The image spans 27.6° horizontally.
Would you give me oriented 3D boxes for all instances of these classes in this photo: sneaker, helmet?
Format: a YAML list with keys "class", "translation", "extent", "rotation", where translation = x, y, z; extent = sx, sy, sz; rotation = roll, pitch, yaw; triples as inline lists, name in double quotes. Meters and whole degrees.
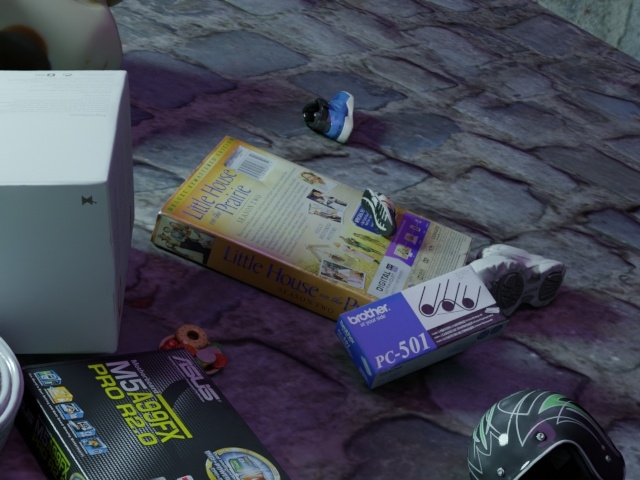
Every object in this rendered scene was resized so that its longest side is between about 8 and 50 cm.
- class: "sneaker"
  translation: [0.266, 0.052, 1.954]
  extent: [0.115, 0.090, 0.232]
  rotation: [30, 15, 35]
- class: "sneaker"
  translation: [0.096, -0.041, 1.913]
  extent: [0.043, 0.040, 0.109]
  rotation: [11, 30, -23]
- class: "sneaker"
  translation: [0.011, -0.233, 2.314]
  extent: [0.084, 0.058, 0.152]
  rotation: [22, 33, -15]
- class: "helmet"
  translation: [0.249, 0.251, 1.495]
  extent: [0.161, 0.169, 0.169]
  rotation: [35, 27, -7]

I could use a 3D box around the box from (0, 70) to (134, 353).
- class: "box"
  translation: [-0.315, -0.044, 1.541]
  extent: [0.168, 0.215, 0.345]
  rotation: [-1, 27, -5]

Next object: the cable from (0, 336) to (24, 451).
- class: "cable"
  translation: [-0.431, 0.151, 1.304]
  extent: [0.257, 0.089, 0.257]
  rotation: [10, 30, -20]

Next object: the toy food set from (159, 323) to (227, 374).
- class: "toy food set"
  translation: [-0.155, 0.136, 1.582]
  extent: [0.082, 0.020, 0.083]
  rotation: [33, 30, 23]

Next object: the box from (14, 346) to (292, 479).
- class: "box"
  translation: [-0.176, 0.223, 1.369]
  extent: [0.216, 0.060, 0.270]
  rotation: [-4, 36, -37]

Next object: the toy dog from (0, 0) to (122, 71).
- class: "toy dog"
  translation: [-0.512, -0.345, 1.938]
  extent: [0.408, 0.284, 0.396]
  rotation: [8, 64, -52]

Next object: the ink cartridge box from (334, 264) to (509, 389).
- class: "ink cartridge box"
  translation: [0.132, 0.111, 1.697]
  extent: [0.207, 0.046, 0.097]
  rotation: [-20, 61, -24]

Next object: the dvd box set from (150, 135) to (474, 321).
- class: "dvd box set"
  translation: [0.000, 0.000, 1.886]
  extent: [0.420, 0.062, 0.308]
  rotation: [22, 28, 3]
